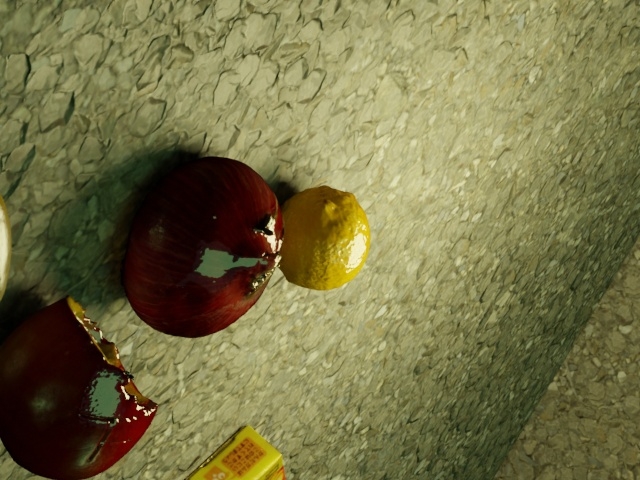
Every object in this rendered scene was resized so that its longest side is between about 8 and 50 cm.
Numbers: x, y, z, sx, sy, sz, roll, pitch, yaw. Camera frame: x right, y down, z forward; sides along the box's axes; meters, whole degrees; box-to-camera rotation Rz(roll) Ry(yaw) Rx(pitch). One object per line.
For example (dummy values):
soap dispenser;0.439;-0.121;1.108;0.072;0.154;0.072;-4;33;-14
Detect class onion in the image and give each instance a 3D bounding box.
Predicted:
onion;-0.142;0.016;1.870;0.248;0.161;0.248;-18;134;-20

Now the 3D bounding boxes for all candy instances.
candy;-0.129;0.433;2.452;0.146;0.088;0.276;-41;152;-26

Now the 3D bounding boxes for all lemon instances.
lemon;0.000;0.000;2.087;0.142;0.142;0.187;-46;163;-17

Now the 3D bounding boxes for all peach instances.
peach;-0.286;0.170;1.767;0.190;0.196;0.226;-75;-174;-58

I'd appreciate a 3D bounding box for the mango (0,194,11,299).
mango;-0.378;0.015;1.528;0.137;0.098;0.195;-17;131;-46
